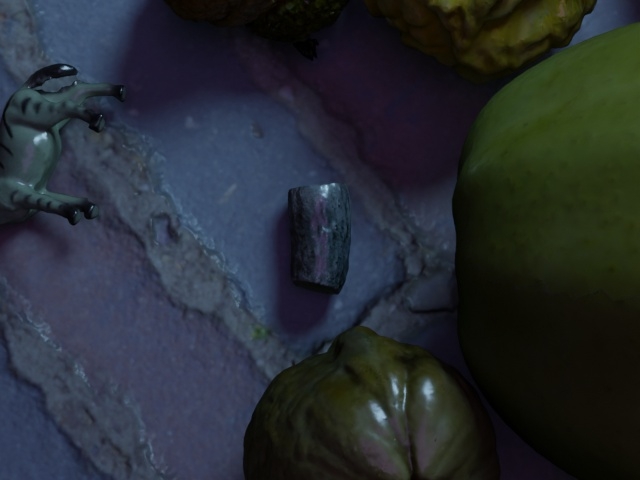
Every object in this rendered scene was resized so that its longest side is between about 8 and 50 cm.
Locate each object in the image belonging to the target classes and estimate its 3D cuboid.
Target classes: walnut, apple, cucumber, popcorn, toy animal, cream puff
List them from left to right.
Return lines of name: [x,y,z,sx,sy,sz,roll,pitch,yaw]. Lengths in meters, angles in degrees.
toy animal: [-0.298,-0.077,1.705,0.176,0.073,0.217,13,76,13]
cream puff: [-0.047,-0.263,1.716,0.169,0.183,0.183,36,80,-26]
cucumber: [0.000,-0.002,1.718,0.064,0.064,0.112,0,84,-4]
walnut: [0.049,0.207,1.580,0.227,0.283,0.283,-1,81,-12]
popcorn: [0.153,-0.267,1.688,0.250,0.190,0.250,7,63,-15]
apple: [0.337,0.022,1.551,0.473,0.473,0.474,1,81,-3]
